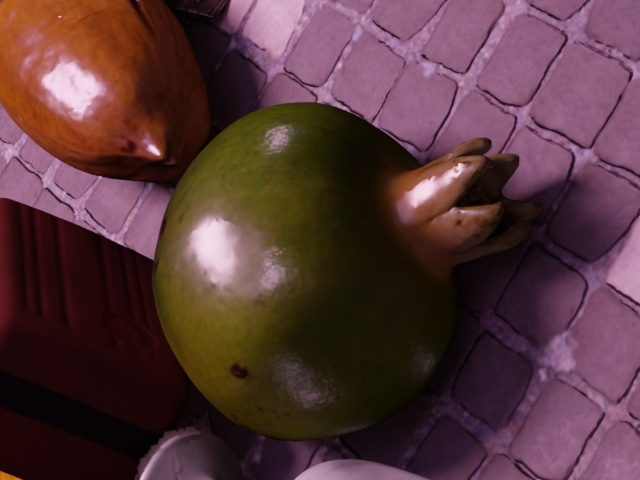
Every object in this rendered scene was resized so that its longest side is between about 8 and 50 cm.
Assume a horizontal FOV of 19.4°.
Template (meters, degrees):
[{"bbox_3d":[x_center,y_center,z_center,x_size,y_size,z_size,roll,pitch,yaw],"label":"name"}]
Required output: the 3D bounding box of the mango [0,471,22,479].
[{"bbox_3d":[-0.306,0.309,1.845,0.157,0.109,0.262,-17,39,10],"label":"mango"}]

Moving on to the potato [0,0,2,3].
[{"bbox_3d":[-0.394,-0.226,2.206,0.225,0.090,0.117,-37,56,36],"label":"potato"}]

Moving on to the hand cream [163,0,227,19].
[{"bbox_3d":[-0.161,-0.272,2.041,0.163,0.039,0.062,8,62,43],"label":"hand cream"}]

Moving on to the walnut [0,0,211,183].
[{"bbox_3d":[-0.220,-0.160,1.931,0.209,0.209,0.336,-53,43,12],"label":"walnut"}]

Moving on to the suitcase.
[{"bbox_3d":[-0.252,0.101,1.777,0.161,0.236,0.297,-60,20,16],"label":"suitcase"}]

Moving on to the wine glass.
[{"bbox_3d":[-0.016,0.246,1.595,0.321,0.143,0.143,6,76,42],"label":"wine glass"}]

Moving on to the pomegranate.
[{"bbox_3d":[0.000,0.000,1.622,0.358,0.216,0.310,-27,47,31],"label":"pomegranate"}]
